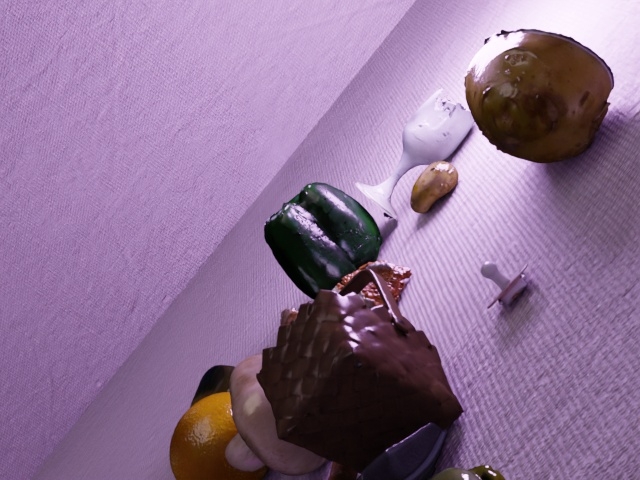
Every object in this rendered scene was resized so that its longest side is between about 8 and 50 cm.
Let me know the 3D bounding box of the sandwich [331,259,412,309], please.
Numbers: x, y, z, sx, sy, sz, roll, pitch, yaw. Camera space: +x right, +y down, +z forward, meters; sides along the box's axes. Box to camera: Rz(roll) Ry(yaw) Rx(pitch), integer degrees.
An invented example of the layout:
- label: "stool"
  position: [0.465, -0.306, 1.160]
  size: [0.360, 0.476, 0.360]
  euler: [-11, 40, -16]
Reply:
- label: "sandwich"
  position: [0.090, 0.106, 1.965]
  size: [0.159, 0.109, 0.185]
  euler: [-60, 18, -15]

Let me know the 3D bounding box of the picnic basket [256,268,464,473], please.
- label: "picnic basket"
  position: [0.051, 0.214, 1.536]
  size: [0.254, 0.291, 0.321]
  euler: [-50, 29, 15]

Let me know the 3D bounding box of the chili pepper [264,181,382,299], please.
- label: "chili pepper"
  position: [0.000, 0.000, 2.184]
  size: [0.233, 0.256, 0.248]
  euler: [-50, 11, -34]

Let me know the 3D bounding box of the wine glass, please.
- label: "wine glass"
  position: [0.227, -0.202, 2.167]
  size: [0.321, 0.143, 0.143]
  euler: [-49, 17, 7]

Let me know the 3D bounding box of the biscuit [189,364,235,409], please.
- label: "biscuit"
  position: [-0.257, 0.418, 2.348]
  size: [0.335, 0.078, 0.329]
  euler: [-45, 23, 35]

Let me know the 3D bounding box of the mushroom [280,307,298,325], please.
- label: "mushroom"
  position: [-0.026, 0.233, 1.983]
  size: [0.286, 0.156, 0.151]
  euler: [148, 143, -78]

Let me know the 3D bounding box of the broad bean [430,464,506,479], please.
- label: "broad bean"
  position: [0.169, 0.377, 1.236]
  size: [0.228, 0.100, 0.169]
  euler: [-46, 11, 30]

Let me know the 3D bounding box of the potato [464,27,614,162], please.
- label: "potato"
  position: [0.365, -0.239, 1.679]
  size: [0.196, 0.246, 0.300]
  euler: [-54, 10, -14]

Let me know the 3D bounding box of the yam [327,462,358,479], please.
- label: "yam"
  position: [0.048, 0.372, 1.643]
  size: [0.057, 0.057, 0.241]
  euler: [-40, 21, 38]

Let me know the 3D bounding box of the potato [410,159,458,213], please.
- label: "potato"
  position: [0.247, -0.121, 2.054]
  size: [0.138, 0.070, 0.091]
  euler: [-46, 17, 25]

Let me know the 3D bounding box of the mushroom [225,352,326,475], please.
- label: "mushroom"
  position: [-0.093, 0.348, 1.770]
  size: [0.234, 0.254, 0.260]
  euler: [-41, -23, 13]

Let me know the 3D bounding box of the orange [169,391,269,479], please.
- label: "orange"
  position: [-0.206, 0.434, 1.932]
  size: [0.236, 0.236, 0.236]
  euler: [-47, 18, 20]

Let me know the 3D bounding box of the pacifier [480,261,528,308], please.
- label: "pacifier"
  position: [0.300, 0.065, 1.534]
  size: [0.099, 0.078, 0.081]
  euler: [-51, -5, 11]

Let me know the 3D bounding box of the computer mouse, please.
- label: "computer mouse"
  position: [0.120, 0.354, 1.364]
  size: [0.231, 0.071, 0.126]
  euler: [-19, -33, -45]
